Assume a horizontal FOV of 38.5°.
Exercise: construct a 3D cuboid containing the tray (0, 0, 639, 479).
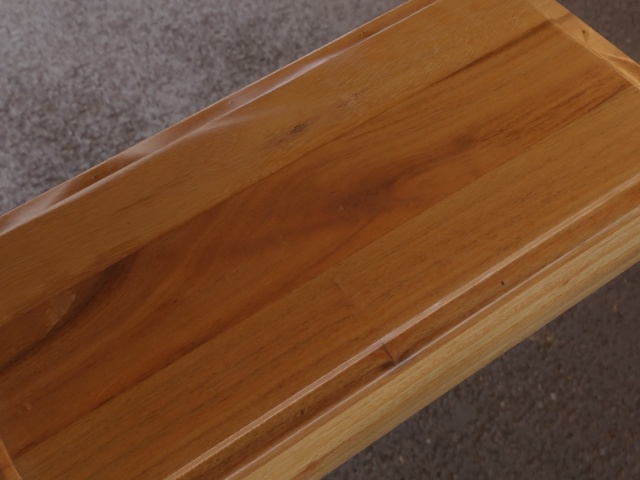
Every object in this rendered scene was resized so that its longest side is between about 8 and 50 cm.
[{"bbox_3d":[0.000,0.000,0.507,0.411,0.076,0.203,-31,58,-15],"label":"tray"}]
